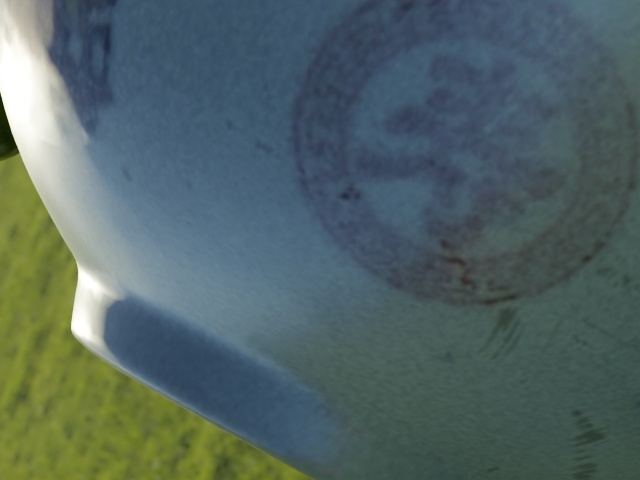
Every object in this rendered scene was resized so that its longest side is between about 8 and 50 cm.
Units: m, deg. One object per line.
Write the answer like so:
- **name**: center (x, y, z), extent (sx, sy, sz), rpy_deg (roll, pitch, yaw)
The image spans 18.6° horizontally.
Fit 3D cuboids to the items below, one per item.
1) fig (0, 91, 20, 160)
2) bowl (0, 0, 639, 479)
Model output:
- **fig**: center (-0.325, -0.166, 1.750), extent (0.233, 0.167, 0.167), rpy_deg (95, 180, -56)
- **bowl**: center (0.030, -0.010, 0.721), extent (0.196, 0.434, 0.435), rpy_deg (-61, 22, -3)
